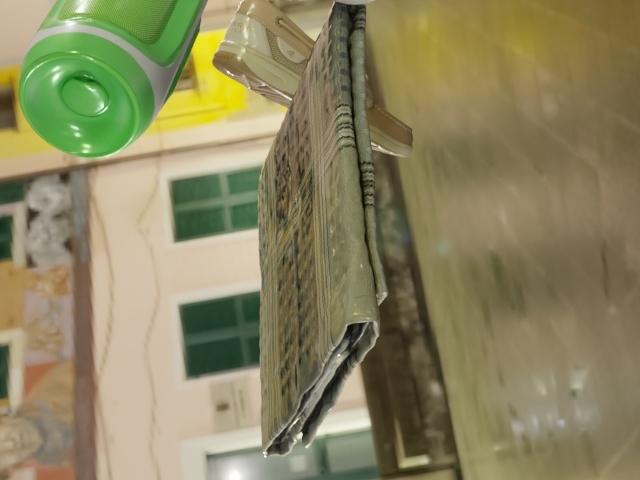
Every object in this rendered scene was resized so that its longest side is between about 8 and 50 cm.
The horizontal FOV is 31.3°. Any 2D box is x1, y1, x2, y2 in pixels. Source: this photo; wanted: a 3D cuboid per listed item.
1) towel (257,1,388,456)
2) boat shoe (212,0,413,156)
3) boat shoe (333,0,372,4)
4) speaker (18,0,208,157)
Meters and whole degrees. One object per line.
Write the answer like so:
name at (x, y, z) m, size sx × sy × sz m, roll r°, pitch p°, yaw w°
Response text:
towel at (0.000, 0.000, 1.000) m, size 0.312 × 0.056 × 0.324 m, roll 119°, pitch 154°, yaw -57°
boat shoe at (0.015, -0.205, 1.495) m, size 0.121 × 0.341 × 0.110 m, roll 19°, pitch 85°, yaw 46°
boat shoe at (-0.019, -0.255, 0.998) m, size 0.267 × 0.096 × 0.088 m, roll 28°, pitch 144°, yaw 57°
speaker at (-0.184, -0.204, 1.074) m, size 0.297 × 0.131 × 0.131 m, roll -79°, pitch -16°, yaw -50°
